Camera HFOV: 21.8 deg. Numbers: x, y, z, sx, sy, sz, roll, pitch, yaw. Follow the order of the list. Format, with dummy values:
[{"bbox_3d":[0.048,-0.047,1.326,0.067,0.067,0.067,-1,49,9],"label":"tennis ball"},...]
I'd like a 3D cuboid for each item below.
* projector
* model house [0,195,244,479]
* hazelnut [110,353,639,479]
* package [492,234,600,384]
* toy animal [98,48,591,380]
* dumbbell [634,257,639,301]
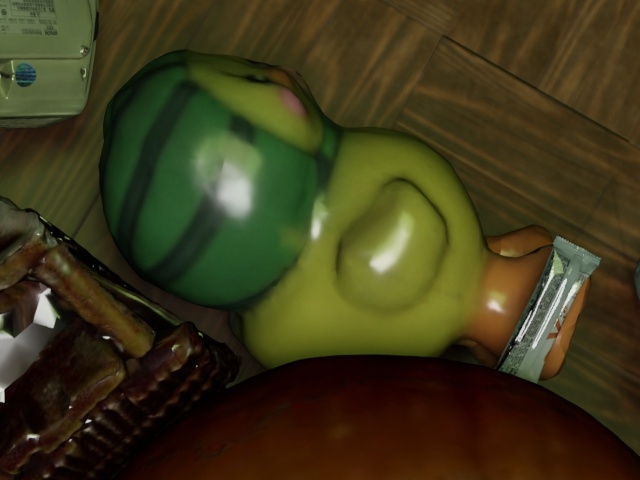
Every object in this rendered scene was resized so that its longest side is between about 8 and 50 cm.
[{"bbox_3d":[-0.237,-0.215,1.169,0.193,0.088,0.270,-6,84,-44],"label":"projector"},{"bbox_3d":[-0.221,0.115,1.047,0.317,0.297,0.282,-44,129,3],"label":"model house"},{"bbox_3d":[0.047,0.256,0.989,0.429,0.402,0.402,15,75,-11],"label":"hazelnut"},{"bbox_3d":[0.141,0.052,1.060,0.037,0.015,0.110,24,97,-18],"label":"package"},{"bbox_3d":[-0.003,0.002,1.145,0.338,0.216,0.191,27,101,-10],"label":"toy animal"},{"bbox_3d":[0.395,-0.025,1.227,0.406,0.179,0.179,-43,87,-15],"label":"dumbbell"}]
